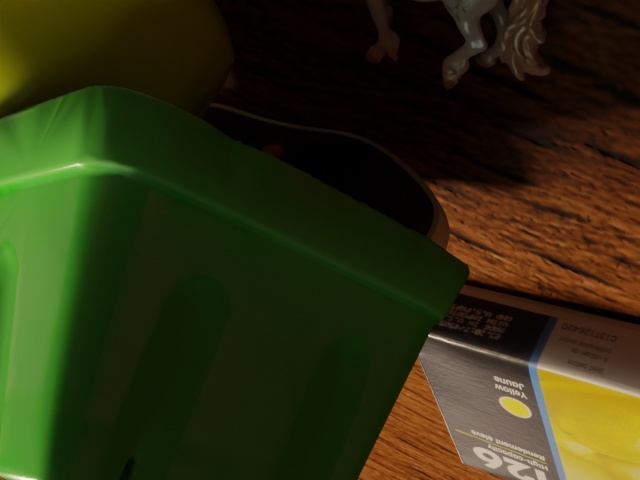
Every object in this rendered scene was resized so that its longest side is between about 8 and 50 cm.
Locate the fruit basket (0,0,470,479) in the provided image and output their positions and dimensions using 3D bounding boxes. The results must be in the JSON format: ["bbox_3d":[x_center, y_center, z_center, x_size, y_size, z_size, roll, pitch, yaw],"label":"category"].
[{"bbox_3d":[-0.122,-0.036,0.556,0.283,0.391,0.392,27,160,-38],"label":"fruit basket"}]

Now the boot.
[{"bbox_3d":[0.000,0.000,0.701,0.244,0.088,0.176,24,152,33],"label":"boot"}]

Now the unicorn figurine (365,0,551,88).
[{"bbox_3d":[0.043,-0.138,0.479,0.162,0.060,0.111,7,145,12],"label":"unicorn figurine"}]

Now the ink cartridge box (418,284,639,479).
[{"bbox_3d":[0.244,0.173,0.742,0.304,0.072,0.307,11,143,34],"label":"ink cartridge box"}]
